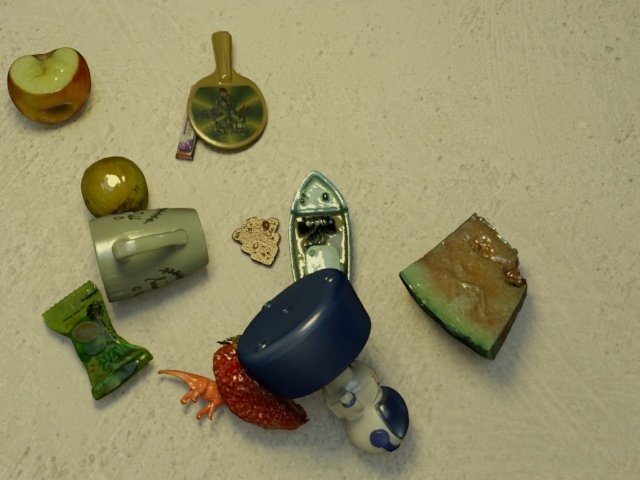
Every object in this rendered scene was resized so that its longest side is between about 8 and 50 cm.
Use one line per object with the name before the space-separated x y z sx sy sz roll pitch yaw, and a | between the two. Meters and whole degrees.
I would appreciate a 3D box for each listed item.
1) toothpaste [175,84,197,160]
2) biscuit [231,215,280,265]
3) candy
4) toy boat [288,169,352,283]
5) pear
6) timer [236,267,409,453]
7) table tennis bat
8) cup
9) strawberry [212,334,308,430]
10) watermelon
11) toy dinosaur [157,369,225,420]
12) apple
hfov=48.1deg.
toothpaste | -0.321 -0.293 1.779 0.047 0.040 0.196 8 69 0
biscuit | -0.142 0.004 1.682 0.119 0.019 0.130 -18 71 -8
candy | -0.491 0.214 1.575 0.149 0.069 0.246 -38 79 -8
toy boat | 0.000 0.000 1.626 0.145 0.133 0.332 -4 70 -1
pear | -0.473 -0.116 1.655 0.148 0.149 0.162 -24 76 -9
timer | 0.045 0.276 1.459 0.270 0.270 0.383 -43 106 -15
table tennis bat | -0.236 -0.373 1.788 0.198 0.050 0.321 -2 76 -15
cup | -0.368 0.016 1.554 0.234 0.258 0.186 -15 89 -13
strawberry | -0.149 0.314 1.501 0.107 0.175 0.236 -43 57 5
watermelon | 0.329 0.124 1.593 0.264 0.151 0.302 42 57 16
toy dinosaur | -0.225 0.340 1.537 0.279 0.055 0.101 32 54 3
apple | -0.654 -0.379 1.740 0.195 0.160 0.173 -18 78 -16
